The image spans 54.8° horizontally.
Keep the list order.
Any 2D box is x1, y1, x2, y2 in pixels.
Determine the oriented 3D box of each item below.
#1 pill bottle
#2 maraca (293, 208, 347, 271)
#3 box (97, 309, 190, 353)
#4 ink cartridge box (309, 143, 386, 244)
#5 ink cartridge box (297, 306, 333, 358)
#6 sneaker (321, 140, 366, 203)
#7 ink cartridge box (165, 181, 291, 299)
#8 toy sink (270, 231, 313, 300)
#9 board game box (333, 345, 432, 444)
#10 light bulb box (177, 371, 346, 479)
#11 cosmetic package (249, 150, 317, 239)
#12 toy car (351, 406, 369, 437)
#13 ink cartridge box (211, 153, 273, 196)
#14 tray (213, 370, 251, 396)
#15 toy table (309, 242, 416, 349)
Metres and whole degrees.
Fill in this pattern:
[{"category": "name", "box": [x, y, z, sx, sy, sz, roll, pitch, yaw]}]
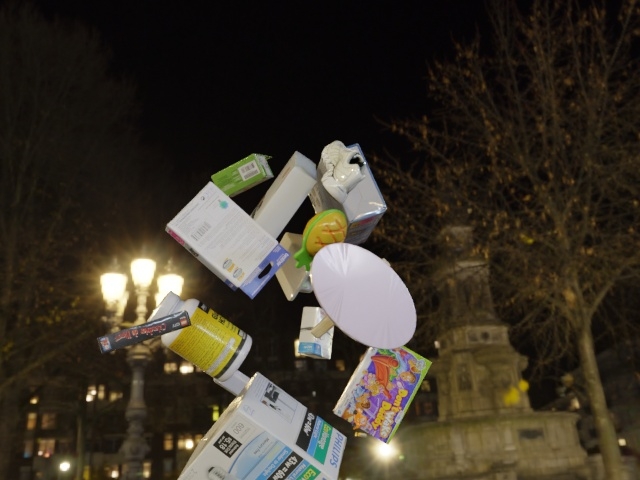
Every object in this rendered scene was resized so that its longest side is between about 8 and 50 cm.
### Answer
[{"category": "pill bottle", "box": [-0.417, 0.321, 2.114, 0.334, 0.188, 0.188, 37, -36, -12]}, {"category": "maraca", "box": [0.000, 0.000, 1.606, 0.127, 0.099, 0.185, 24, -77, -46]}, {"category": "box", "box": [-0.469, 0.246, 1.671, 0.233, 0.044, 0.159, -17, -5, -13]}, {"category": "ink cartridge box", "box": [0.081, -0.132, 2.245, 0.151, 0.270, 0.395, -17, -16, -17]}, {"category": "ink cartridge box", "box": [-0.015, 0.380, 2.530, 0.082, 0.190, 0.139, -3, -20, 33]}, {"category": "sneaker", "box": [0.074, -0.216, 1.761, 0.118, 0.292, 0.110, -39, -64, 21]}, {"category": "ink cartridge box", "box": [-0.257, 0.005, 1.736, 0.311, 0.186, 0.065, 41, -26, -1]}, {"category": "toy sink", "box": [-0.073, 0.106, 2.347, 0.131, 0.234, 0.153, 10, -57, -34]}, {"category": "board game box", "box": [0.234, 0.554, 2.334, 0.233, 0.347, 0.078, 29, -10, 4]}, {"category": "light bulb box", "box": [-0.174, 0.673, 1.897, 0.361, 0.225, 0.358, 37, -69, -3]}, {"category": "cosmetic package", "box": [-0.155, -0.102, 2.064, 0.097, 0.284, 0.377, 33, -76, -13]}, {"category": "toy car", "box": [0.108, 0.470, 1.595, 0.040, 0.060, 0.122, 4, -28, 13]}, {"category": "ink cartridge box", "box": [-0.274, -0.245, 2.344, 0.189, 0.097, 0.255, -25, 0, 12]}, {"category": "tray", "box": [-0.342, 0.569, 2.454, 0.030, 0.145, 0.270, -39, -56, 12]}, {"category": "toy table", "box": [0.084, 0.133, 1.419, 0.252, 0.274, 0.161, -33, -3, -11]}]
